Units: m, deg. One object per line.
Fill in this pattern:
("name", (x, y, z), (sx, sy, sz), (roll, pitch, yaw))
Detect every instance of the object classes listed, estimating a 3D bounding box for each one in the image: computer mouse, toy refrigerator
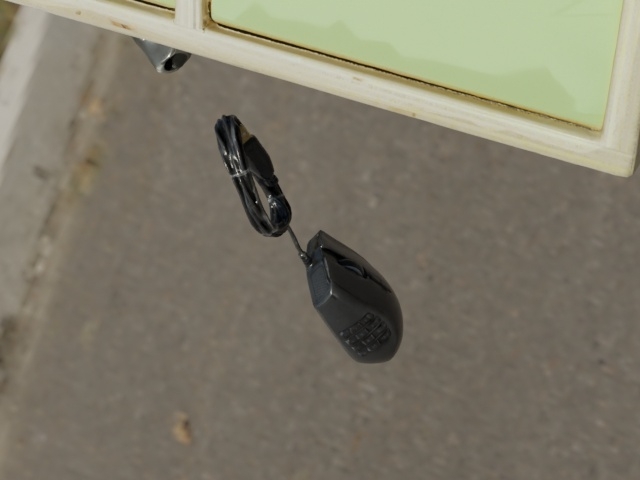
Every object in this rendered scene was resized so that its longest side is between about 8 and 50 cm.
("computer mouse", (0.000, 0.000, 1.257), (0.041, 0.242, 0.071), (-19, 49, 16))
("toy refrigerator", (-0.001, -0.117, 0.694), (0.094, 0.269, 0.102), (-53, -26, -45))

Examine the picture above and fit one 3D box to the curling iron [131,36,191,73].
("curling iron", (-0.123, -0.184, 0.847), (0.274, 0.035, 0.068), (64, 148, 20))
